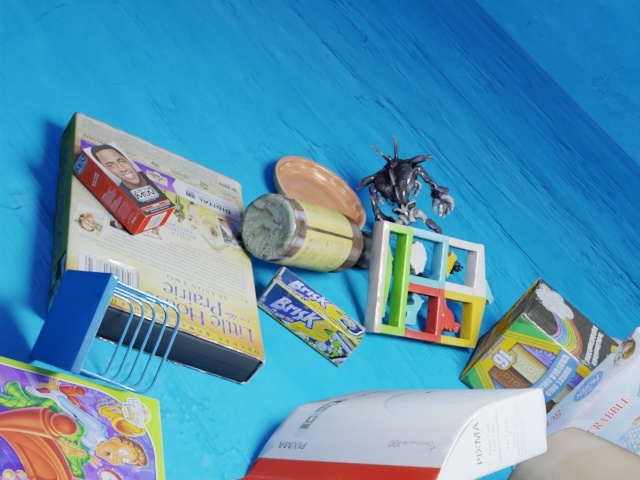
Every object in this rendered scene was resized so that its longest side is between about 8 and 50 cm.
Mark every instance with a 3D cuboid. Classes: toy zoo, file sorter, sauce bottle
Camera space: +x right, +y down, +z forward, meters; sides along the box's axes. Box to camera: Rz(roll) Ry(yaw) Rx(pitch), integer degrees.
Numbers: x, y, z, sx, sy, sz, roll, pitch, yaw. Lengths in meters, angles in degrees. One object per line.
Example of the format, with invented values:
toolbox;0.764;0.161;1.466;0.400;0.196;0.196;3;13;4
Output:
toy zoo;0.203;0.085;1.850;0.293;0.030;0.192;13;79;-37
file sorter;-0.255;0.109;1.252;0.104;0.118;0.170;26;-13;-27
sauce bottle;0.000;0.000;1.744;0.111;0.111;0.344;54;18;25

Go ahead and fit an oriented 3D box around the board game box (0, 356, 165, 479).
board game box;-0.278;0.292;1.091;0.233;0.078;0.347;21;33;-28

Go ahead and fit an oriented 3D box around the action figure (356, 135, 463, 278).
action figure;0.169;-0.054;1.992;0.141;0.164;0.275;42;30;-65

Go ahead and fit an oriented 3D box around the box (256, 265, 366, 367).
box;-0.015;0.119;1.648;0.169;0.059;0.054;37;27;-3

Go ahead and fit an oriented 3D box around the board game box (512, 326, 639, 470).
board game box;0.531;0.333;1.693;0.318;0.318;0.066;32;28;-13

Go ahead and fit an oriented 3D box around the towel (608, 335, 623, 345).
towel;0.596;0.298;2.088;0.332;0.053;0.317;20;34;-31

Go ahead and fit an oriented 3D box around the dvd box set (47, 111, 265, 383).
dvd box set;-0.242;0.002;1.558;0.308;0.062;0.420;22;33;-27

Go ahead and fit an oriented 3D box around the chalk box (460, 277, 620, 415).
chalk box;0.425;0.245;1.845;0.289;0.179;0.180;42;28;3

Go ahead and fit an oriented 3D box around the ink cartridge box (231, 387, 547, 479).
ink cartridge box;0.049;0.250;1.297;0.385;0.308;0.091;-2;86;-47

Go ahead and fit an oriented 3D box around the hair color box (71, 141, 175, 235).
hair color box;-0.284;-0.076;1.511;0.141;0.043;0.072;44;30;12

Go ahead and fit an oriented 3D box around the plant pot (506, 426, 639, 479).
plant pot;0.409;0.424;1.488;0.323;0.323;0.280;5;27;-45

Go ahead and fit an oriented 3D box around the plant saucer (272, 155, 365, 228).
plant saucer;-0.007;-0.077;1.957;0.200;0.037;0.200;27;32;-18
